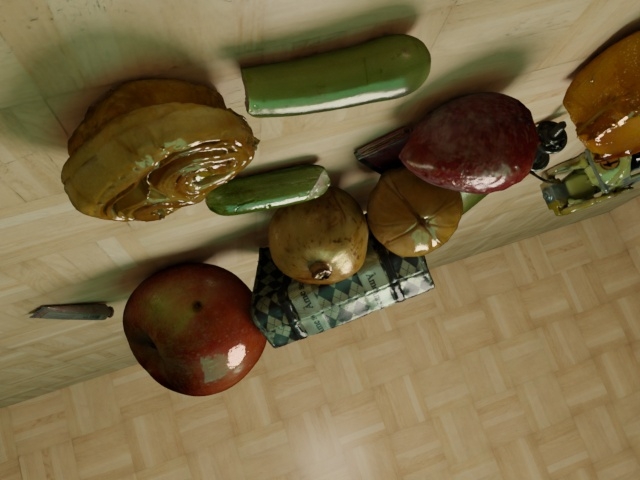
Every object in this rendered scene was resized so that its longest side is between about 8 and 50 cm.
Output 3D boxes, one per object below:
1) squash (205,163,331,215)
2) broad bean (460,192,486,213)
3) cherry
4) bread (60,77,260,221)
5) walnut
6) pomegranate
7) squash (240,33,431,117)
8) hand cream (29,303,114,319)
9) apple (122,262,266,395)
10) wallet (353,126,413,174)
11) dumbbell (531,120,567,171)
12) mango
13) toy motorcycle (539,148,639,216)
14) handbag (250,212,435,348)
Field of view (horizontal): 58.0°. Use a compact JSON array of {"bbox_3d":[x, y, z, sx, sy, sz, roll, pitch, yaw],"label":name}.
[{"bbox_3d":[-0.089,-0.091,1.043,0.238,0.069,0.069,-14,166,-19],"label":"squash"},{"bbox_3d":[0.367,-0.132,1.423,0.262,0.121,0.189,-24,170,9],"label":"broad bean"},{"bbox_3d":[0.258,-0.163,1.007,0.249,0.192,0.175,-8,129,-3],"label":"cherry"},{"bbox_3d":[-0.202,-0.104,0.713,0.236,0.120,0.198,-29,165,33],"label":"bread"},{"bbox_3d":[0.184,-0.064,1.157,0.193,0.193,0.226,-19,-169,-3],"label":"walnut"},{"bbox_3d":[0.000,0.000,1.209,0.215,0.216,0.215,-18,167,-4],"label":"pomegranate"},{"bbox_3d":[0.022,-0.205,0.727,0.249,0.083,0.083,-13,166,-11],"label":"squash"},{"bbox_3d":[-0.625,0.183,1.473,0.067,0.043,0.209,-29,159,28],"label":"hand cream"},{"bbox_3d":[-0.305,0.214,1.431,0.277,0.349,0.348,-37,180,-38],"label":"apple"},{"bbox_3d":[0.159,-0.171,1.168,0.119,0.025,0.232,-25,167,20],"label":"wallet"},{"bbox_3d":[0.522,-0.220,1.364,0.081,0.082,0.254,-18,168,-3],"label":"dumbbell"},{"bbox_3d":[0.587,-0.288,1.006,0.350,0.201,0.199,-43,-169,42],"label":"mango"},{"bbox_3d":[0.832,-0.195,1.722,0.236,0.169,0.410,-13,166,-20],"label":"toy motorcycle"},{"bbox_3d":[0.036,0.060,1.426,0.415,0.180,0.317,-22,-150,6],"label":"handbag"}]
